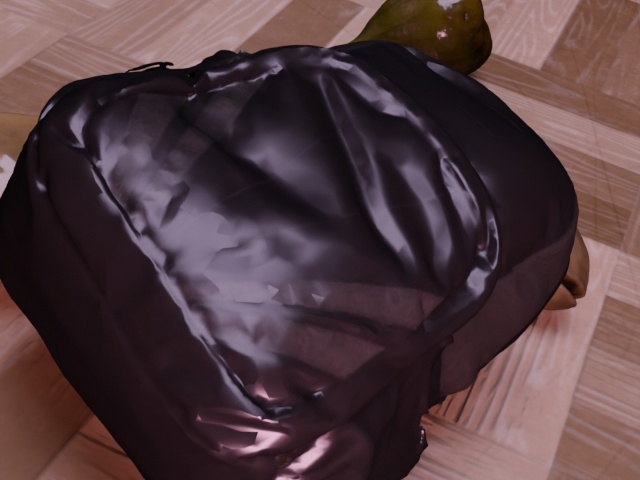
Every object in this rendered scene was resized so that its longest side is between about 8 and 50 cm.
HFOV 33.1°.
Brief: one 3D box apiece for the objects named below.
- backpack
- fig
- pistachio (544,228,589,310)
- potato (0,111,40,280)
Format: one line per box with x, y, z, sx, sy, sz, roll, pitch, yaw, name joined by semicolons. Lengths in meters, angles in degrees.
0.000;0.000;0.810;0.445;0.255;0.363;-23;67;-34;backpack
0.120;-0.235;1.302;0.185;0.133;0.126;-39;72;-2;fig
0.182;-0.010;1.013;0.108;0.126;0.185;-41;68;-2;pistachio
-0.247;-0.039;0.920;0.161;0.128;0.234;47;41;13;potato
